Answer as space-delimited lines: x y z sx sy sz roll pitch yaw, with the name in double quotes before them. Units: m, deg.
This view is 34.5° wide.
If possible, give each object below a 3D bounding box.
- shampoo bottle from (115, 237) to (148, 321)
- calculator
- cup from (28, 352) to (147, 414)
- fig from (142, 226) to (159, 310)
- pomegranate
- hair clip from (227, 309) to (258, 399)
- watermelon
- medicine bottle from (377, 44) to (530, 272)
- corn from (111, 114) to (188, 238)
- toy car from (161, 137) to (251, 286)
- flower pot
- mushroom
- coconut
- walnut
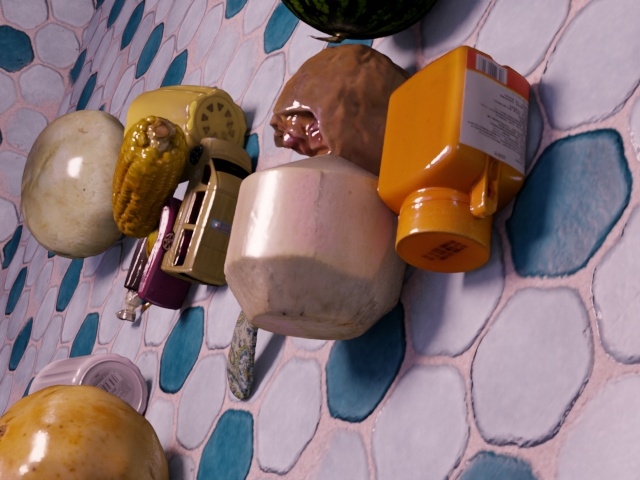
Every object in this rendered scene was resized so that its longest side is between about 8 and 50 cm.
"shampoo bottle" -0.357 0.062 2.057 0.063 0.057 0.208 -2 67 62
"calculator" -0.256 0.028 1.832 0.034 0.126 0.190 13 82 30
"cup" -0.409 0.311 1.892 0.167 0.221 0.202 -42 13 -34
"fig" -0.289 0.053 1.908 0.093 0.093 0.166 7 82 64
"pomegranate" -0.390 0.389 1.580 0.332 0.332 0.332 -43 34 41
"hair clip" -0.099 0.127 1.484 0.066 0.036 0.229 41 118 54
"watermelon" 0.057 -0.396 1.402 0.269 0.269 0.269 -43 34 41
"medicine bottle" 0.145 -0.084 1.138 0.149 0.112 0.222 -29 45 52
"corn" -0.310 -0.104 1.833 0.363 0.120 0.120 120 160 -60
"toy car" -0.180 -0.051 1.759 0.124 0.101 0.257 5 76 55
"flower pot" -0.239 -0.204 1.912 0.179 0.195 0.195 -5 65 49
"mushroom" -0.527 -0.123 2.311 0.352 0.260 0.352 -31 51 47
"coconut" -0.002 -0.001 1.237 0.241 0.241 0.241 -43 34 41
"walnut" 0.023 -0.179 1.383 0.204 0.141 0.238 -45 44 5
